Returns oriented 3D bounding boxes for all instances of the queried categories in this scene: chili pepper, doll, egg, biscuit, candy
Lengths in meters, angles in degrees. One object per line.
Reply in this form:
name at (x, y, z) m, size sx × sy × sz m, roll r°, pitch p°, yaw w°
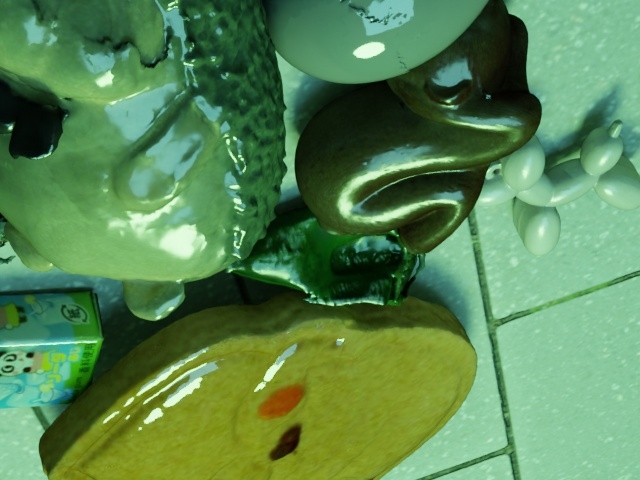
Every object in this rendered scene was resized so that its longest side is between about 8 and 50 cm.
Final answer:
chili pepper at (0.002, 0.001, 1.589) m, size 0.216 × 0.062 × 0.108 m, roll 2°, pitch 101°, yaw -21°
doll at (0.204, -0.055, 1.615) m, size 0.161 × 0.059 × 0.160 m, roll -26°, pitch 142°, yaw 8°
egg at (0.047, -0.197, 1.295) m, size 0.199 × 0.146 × 0.146 m, roll -36°, pitch 141°, yaw 7°
biscuit at (-0.049, 0.169, 1.717) m, size 0.455 × 0.078 × 0.349 m, roll -6°, pitch 139°, yaw -32°
candy at (-0.291, 0.098, 1.567) m, size 0.194 × 0.062 × 0.097 m, roll -2°, pitch 139°, yaw -21°
doll at (-0.140, -0.123, 1.227) m, size 0.247 × 0.247 × 0.349 m, roll -7°, pitch 127°, yaw -18°

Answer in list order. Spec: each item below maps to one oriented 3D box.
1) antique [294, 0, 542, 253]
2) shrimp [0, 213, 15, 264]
antique at (0.075, -0.100, 1.458) m, size 0.143 × 0.121 × 0.257 m, roll 16°, pitch 138°, yaw -22°
shrimp at (-0.305, 0.019, 1.445) m, size 0.174 × 0.082 × 0.076 m, roll -38°, pitch 140°, yaw 19°
